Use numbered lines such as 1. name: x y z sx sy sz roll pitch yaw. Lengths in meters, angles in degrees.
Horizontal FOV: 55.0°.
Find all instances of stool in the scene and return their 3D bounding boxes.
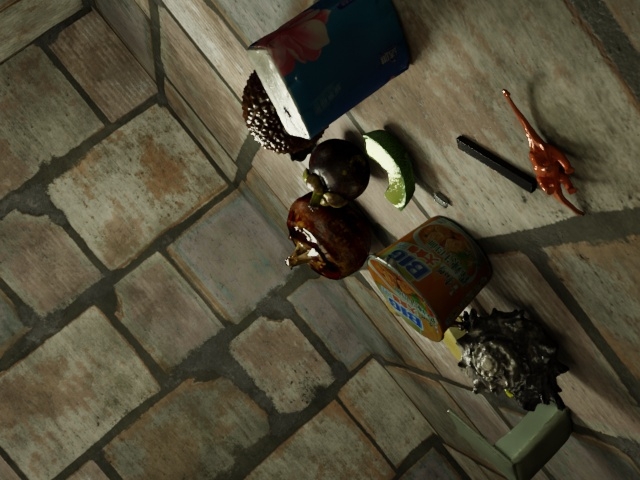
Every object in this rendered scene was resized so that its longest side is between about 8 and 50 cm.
1. stool: 0.579 0.555 1.875 0.270 0.243 0.170 37 161 45

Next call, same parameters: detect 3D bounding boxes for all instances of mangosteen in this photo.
1. mangosteen: 0.033 -0.179 1.740 0.192 0.217 0.192 43 171 9

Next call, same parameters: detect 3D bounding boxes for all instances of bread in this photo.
1. bread: 0.456 0.321 2.040 0.188 0.068 0.125 54 167 -15

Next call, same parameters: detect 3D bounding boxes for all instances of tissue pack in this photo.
1. tissue pack: 0.025 -0.346 1.178 0.137 0.270 0.209 33 155 50

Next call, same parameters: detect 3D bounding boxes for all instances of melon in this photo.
1. melon: 0.181 -0.174 1.531 0.118 0.064 0.209 23 140 43

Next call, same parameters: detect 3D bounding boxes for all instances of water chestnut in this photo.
1. water chestnut: 0.000 0.000 2.155 0.350 0.302 0.350 42 163 16

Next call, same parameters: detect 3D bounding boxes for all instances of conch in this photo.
1. conch: 0.480 0.306 1.552 0.313 0.240 0.186 36 180 4

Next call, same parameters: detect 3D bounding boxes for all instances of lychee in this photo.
1. lychee: -0.095 -0.371 1.619 0.271 0.271 0.271 47 167 15

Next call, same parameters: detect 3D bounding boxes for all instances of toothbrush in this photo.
1. toothbrush: 0.217 -0.177 1.557 0.286 0.020 0.025 44 157 23

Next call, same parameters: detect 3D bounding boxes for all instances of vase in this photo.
1. vase: -0.124 -0.367 2.013 0.237 0.115 0.115 46 167 29

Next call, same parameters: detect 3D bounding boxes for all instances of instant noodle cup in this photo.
1. instant noodle cup: 0.291 0.088 1.610 0.296 0.214 0.296 47 166 15

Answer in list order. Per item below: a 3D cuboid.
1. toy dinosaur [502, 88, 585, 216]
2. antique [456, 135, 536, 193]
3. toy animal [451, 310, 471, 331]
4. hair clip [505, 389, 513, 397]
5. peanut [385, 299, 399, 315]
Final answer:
1. toy dinosaur: 0.379 -0.136 1.036 0.279 0.055 0.101 55 -171 -31
2. antique: 0.343 -0.152 1.209 0.192 0.015 0.031 42 166 35
3. toy animal: 0.473 0.260 1.783 0.202 0.070 0.105 16 -173 32
4. hair clip: 0.585 0.397 1.777 0.173 0.046 0.072 98 159 -46
5. peanut: 0.300 0.176 1.816 0.253 0.122 0.137 8 -170 -18
